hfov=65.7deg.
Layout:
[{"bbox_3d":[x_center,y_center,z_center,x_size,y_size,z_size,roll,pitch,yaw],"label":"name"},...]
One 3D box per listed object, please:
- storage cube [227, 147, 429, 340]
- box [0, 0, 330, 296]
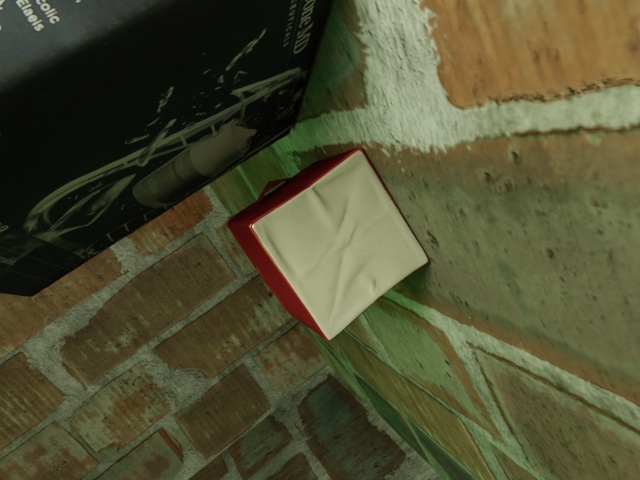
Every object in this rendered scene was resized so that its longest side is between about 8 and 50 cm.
[{"bbox_3d":[0.000,0.000,0.717,0.215,0.184,0.193,57,166,-13],"label":"storage cube"},{"bbox_3d":[-0.273,-0.197,0.541,0.297,0.472,0.480,53,167,1],"label":"box"}]
